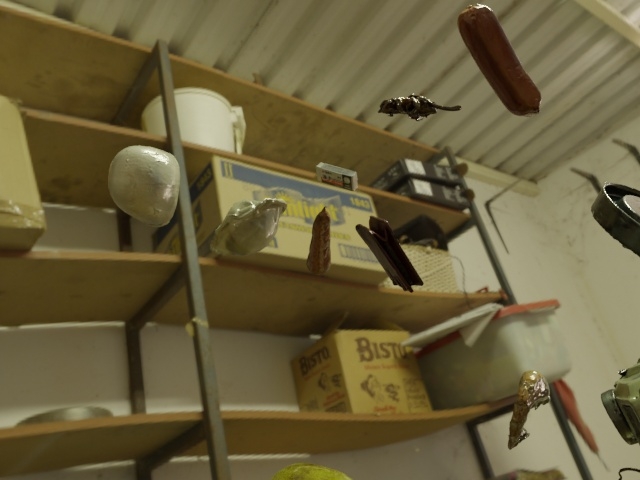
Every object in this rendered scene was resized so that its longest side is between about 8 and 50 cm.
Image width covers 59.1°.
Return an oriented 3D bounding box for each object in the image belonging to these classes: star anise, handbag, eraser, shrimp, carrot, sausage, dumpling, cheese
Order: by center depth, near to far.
[{"bbox_3d":[0.429,0.353,1.169,0.058,0.173,0.253,17,-13,30],"label":"shrimp"},{"bbox_3d":[0.000,0.000,1.191,0.057,0.057,0.224,-11,-29,-9],"label":"carrot"},{"bbox_3d":[0.413,-0.409,1.310,0.083,0.300,0.089,-38,9,-21],"label":"sausage"},{"bbox_3d":[-0.436,-0.142,1.408,0.155,0.197,0.189,-1,-9,28],"label":"cheese"},{"bbox_3d":[0.045,-0.177,1.566,0.029,0.122,0.052,-46,-37,-37],"label":"eraser"},{"bbox_3d":[-0.194,-0.051,1.576,0.258,0.147,0.193,-26,-23,-37],"label":"dumpling"},{"bbox_3d":[0.283,-0.379,1.612,0.234,0.073,0.177,10,11,12],"label":"star anise"},{"bbox_3d":[0.244,0.046,2.005,0.084,0.275,0.260,-34,12,-4],"label":"handbag"}]

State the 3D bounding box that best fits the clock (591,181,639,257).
[{"bbox_3d":[0.745,-0.019,1.236,0.313,0.312,0.061,3,-53,-32],"label":"clock"}]

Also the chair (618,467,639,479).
[{"bbox_3d":[0.602,0.567,0.976,0.160,0.170,0.325,4,-50,46],"label":"chair"}]

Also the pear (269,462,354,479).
[{"bbox_3d":[-0.018,0.611,1.198,0.288,0.287,0.375,-10,-40,-11],"label":"pear"}]

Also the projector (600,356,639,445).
[{"bbox_3d":[0.402,0.148,0.595,0.194,0.088,0.270,-36,-22,28],"label":"projector"}]
